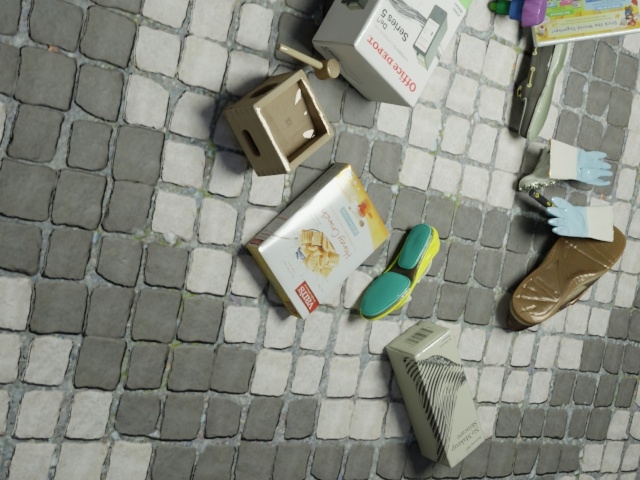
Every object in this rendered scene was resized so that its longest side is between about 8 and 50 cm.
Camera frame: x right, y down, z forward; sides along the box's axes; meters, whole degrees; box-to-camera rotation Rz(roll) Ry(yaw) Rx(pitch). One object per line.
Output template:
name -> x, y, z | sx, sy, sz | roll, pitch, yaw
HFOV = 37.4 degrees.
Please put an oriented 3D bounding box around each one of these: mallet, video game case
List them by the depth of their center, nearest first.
video game case -> 0.528, -0.508, 1.907 | 0.227, 0.026, 0.206 | -8, 89, -3
mallet -> 0.499, -0.081, 2.031 | 0.190, 0.039, 0.062 | 36, 76, -47

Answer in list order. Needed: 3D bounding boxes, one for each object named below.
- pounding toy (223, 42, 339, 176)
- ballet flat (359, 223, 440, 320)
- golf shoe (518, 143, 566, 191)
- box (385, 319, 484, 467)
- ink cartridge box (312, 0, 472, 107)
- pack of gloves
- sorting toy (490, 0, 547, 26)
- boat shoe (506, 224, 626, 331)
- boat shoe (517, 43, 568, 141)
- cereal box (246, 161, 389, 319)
pounding toy -> -0.059, -0.238, 1.578 | 0.206, 0.094, 0.181 | -43, 116, -34
ballet flat -> 0.161, 0.073, 1.808 | 0.231, 0.077, 0.077 | -55, 141, -18
golf shoe -> 0.480, -0.156, 2.020 | 0.176, 0.069, 0.086 | -19, 89, -36
box -> 0.231, 0.306, 1.883 | 0.113, 0.094, 0.275 | -34, 116, -28
ink cartridge box -> 0.136, -0.400, 1.657 | 0.198, 0.115, 0.272 | 37, 78, -43
pack of gloves -> 0.540, -0.102, 2.007 | 0.232, 0.046, 0.195 | 6, 83, -40
sorting toy -> 0.404, -0.604, 1.848 | 0.127, 0.126, 0.365 | -3, 105, -67
boat shoe -> 0.531, 0.084, 2.069 | 0.342, 0.123, 0.123 | -40, 162, -24
boat shoe -> 0.447, -0.317, 1.954 | 0.081, 0.069, 0.227 | 25, 83, -66
cereal box -> 0.000, 0.000, 1.685 | 0.240, 0.047, 0.173 | -45, 121, -22
